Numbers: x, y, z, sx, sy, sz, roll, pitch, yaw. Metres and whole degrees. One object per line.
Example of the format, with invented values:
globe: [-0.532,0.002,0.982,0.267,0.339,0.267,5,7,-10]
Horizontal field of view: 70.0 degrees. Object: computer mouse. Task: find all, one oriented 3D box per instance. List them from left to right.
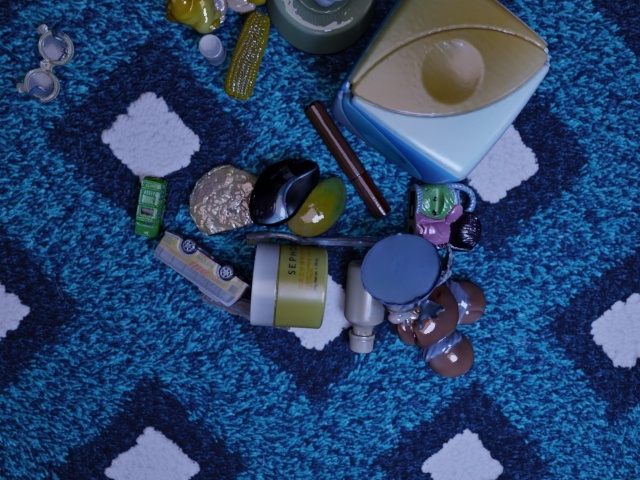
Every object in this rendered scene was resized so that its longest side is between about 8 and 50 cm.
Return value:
computer mouse: [-0.099,-0.138,1.170,0.138,0.096,0.233,17,60,30]

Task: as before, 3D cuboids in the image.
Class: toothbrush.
toothbrush: [0.000,0.000,1.275,0.415,0.035,0.042,1,119,-3]

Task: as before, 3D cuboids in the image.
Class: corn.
corn: [-0.187,-0.473,1.171,0.080,0.080,0.230,18,98,-6]

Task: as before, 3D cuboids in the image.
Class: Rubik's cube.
Rubik's cube: [0.252,-0.359,1.075,0.348,0.351,0.352,34,93,-7]

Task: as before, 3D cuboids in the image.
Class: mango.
mango: [-0.007,-0.092,1.236,0.130,0.092,0.194,38,85,-3]

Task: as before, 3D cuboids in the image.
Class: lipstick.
lipstick: [0.074,-0.216,1.235,0.057,0.057,0.356,-35,98,2]

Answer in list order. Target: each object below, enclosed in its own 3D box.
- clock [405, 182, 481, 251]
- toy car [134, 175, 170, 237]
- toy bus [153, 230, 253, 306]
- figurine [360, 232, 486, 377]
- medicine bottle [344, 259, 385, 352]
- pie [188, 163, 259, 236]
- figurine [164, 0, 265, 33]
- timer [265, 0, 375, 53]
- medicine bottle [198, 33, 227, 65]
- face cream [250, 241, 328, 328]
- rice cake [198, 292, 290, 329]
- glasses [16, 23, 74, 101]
clock: [0.342,-0.063,1.251,0.196,0.100,0.193,3,97,-5]
toy car: [-0.455,-0.087,1.222,0.071,0.062,0.164,12,98,-5]
toy bus: [-0.311,0.073,1.223,0.268,0.092,0.106,34,93,2]
figurine: [0.276,0.156,1.169,0.249,0.388,0.276,12,62,29]
medicine bottle: [0.123,0.184,1.267,0.114,0.114,0.251,4,98,-4]
pie: [-0.250,-0.112,1.235,0.219,0.052,0.184,-14,100,0]
figurine: [-0.257,-0.581,1.107,0.247,0.131,0.156,-18,87,-17]
timer: [0.012,-0.612,1.043,0.291,0.315,0.290,-1,99,-4]
medicine bottle: [-0.272,-0.481,1.159,0.058,0.091,0.058,0,99,-3]
face cream: [-0.082,0.118,1.193,0.180,0.218,0.217,5,98,-5]
rice cake: [-0.207,0.191,1.282,0.270,0.049,0.055,19,60,-5]
glasses: [-0.645,-0.417,1.108,0.088,0.221,0.189,20,97,-45]
